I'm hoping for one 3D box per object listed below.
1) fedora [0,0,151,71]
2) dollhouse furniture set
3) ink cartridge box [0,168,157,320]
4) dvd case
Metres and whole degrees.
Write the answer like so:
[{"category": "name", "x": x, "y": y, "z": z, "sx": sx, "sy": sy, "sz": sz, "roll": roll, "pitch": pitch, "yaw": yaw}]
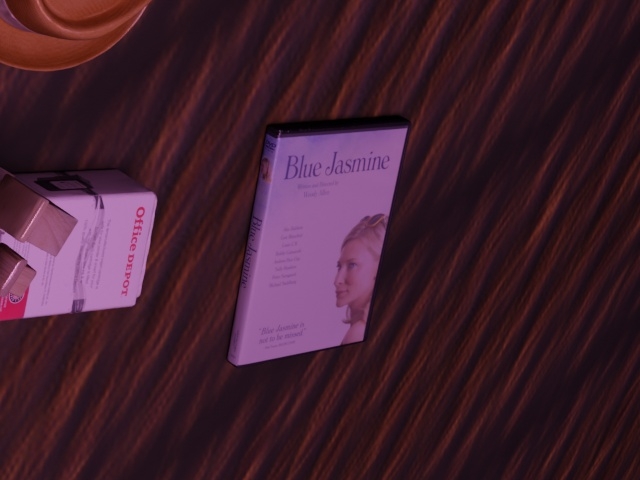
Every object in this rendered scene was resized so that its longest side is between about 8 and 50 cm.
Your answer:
[{"category": "fedora", "x": -0.190, "y": -0.210, "z": 1.199, "sx": 0.194, "sy": 0.079, "sz": 0.194, "roll": -23, "pitch": 127, "yaw": -34}, {"category": "dollhouse furniture set", "x": -0.303, "y": 0.015, "z": 1.158, "sx": 0.101, "sy": 0.161, "sz": 0.182, "roll": 33, "pitch": 87, "yaw": -48}, {"category": "ink cartridge box", "x": -0.223, "y": 0.002, "z": 1.298, "sx": 0.150, "sy": 0.063, "sz": 0.109, "roll": -5, "pitch": 116, "yaw": -43}, {"category": "dvd case", "x": 0.000, "y": 0.000, "z": 1.540, "sx": 0.180, "sy": 0.022, "sz": 0.253, "roll": -8, "pitch": 117, "yaw": -40}]
